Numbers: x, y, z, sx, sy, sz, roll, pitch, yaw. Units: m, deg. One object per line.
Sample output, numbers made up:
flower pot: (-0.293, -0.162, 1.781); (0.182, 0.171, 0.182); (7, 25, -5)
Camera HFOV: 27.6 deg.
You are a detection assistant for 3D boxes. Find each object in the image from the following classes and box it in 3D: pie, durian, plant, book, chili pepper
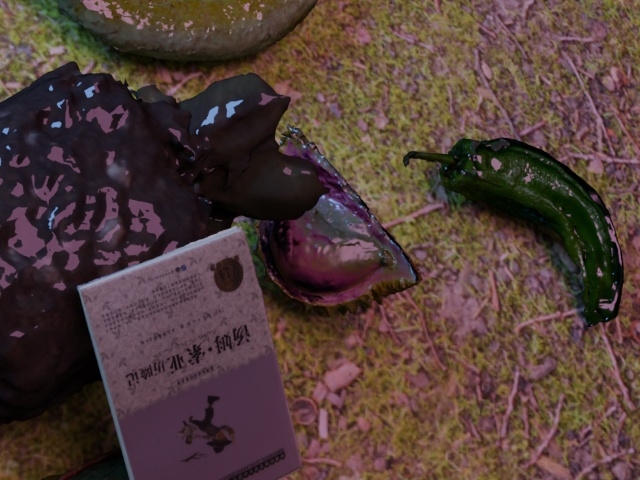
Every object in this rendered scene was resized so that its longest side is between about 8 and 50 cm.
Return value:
pie: (-0.148, -0.293, 1.183); (0.323, 0.070, 0.323); (11, 65, -25)
durian: (-0.003, 0.002, 1.126); (0.108, 0.119, 0.186); (-41, 77, 1)
plant: (-0.161, -0.019, 0.954); (0.312, 0.215, 0.213); (-35, 91, -31)
book: (-0.083, 0.094, 0.866); (0.127, 0.014, 0.181); (-21, 106, -32)
chili pepper: (0.191, -0.034, 1.255); (0.279, 0.065, 0.122); (33, 52, -17)

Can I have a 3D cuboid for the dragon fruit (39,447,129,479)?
dragon fruit: (-0.116, 0.259, 0.912); (0.269, 0.130, 0.295); (11, 63, -20)
